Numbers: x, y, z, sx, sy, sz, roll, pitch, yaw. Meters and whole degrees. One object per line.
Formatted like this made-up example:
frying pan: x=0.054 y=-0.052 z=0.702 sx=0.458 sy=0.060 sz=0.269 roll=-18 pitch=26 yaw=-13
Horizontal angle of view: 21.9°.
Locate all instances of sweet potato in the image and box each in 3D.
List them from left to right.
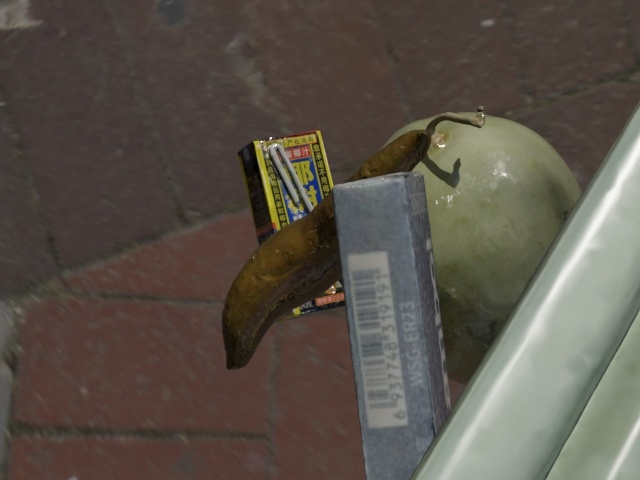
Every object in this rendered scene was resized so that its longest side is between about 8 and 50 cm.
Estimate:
sweet potato: x=0.002 y=-0.002 z=1.209 sx=0.059 sy=0.069 sz=0.249 roll=46 pitch=116 yaw=3

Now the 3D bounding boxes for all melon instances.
melon: x=0.157 y=0.010 z=1.700 sx=0.272 sy=0.272 sz=0.308 roll=-22 pitch=100 yaw=-13

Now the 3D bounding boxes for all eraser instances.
eraser: x=0.046 y=0.067 z=0.966 sx=0.046 sy=0.092 sz=0.212 roll=-6 pitch=91 yaw=11

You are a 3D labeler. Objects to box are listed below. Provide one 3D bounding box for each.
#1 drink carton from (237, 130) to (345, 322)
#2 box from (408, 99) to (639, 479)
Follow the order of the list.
drink carton: x=-0.020 y=-0.013 z=1.519 sx=0.071 sy=0.056 sz=0.165 roll=-11 pitch=85 yaw=-27
box: x=0.123 y=0.057 z=0.500 sx=0.175 sy=0.182 sz=0.312 roll=35 pitch=66 yaw=-2
